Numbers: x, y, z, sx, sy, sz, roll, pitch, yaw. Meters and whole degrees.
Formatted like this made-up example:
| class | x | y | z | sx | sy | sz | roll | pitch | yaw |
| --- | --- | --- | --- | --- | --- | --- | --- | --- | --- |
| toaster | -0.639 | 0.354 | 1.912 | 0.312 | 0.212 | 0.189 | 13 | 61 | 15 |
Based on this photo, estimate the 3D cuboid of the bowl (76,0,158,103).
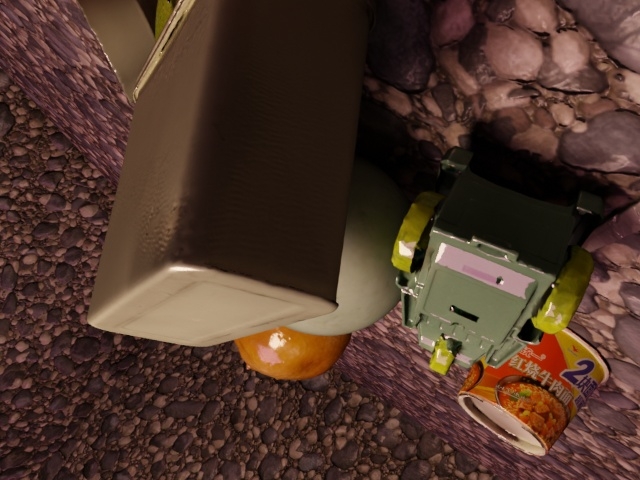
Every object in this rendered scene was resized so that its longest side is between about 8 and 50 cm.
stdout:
| class | x | y | z | sx | sy | sz | roll | pitch | yaw |
| --- | --- | --- | --- | --- | --- | --- | --- | --- | --- |
| bowl | -0.290 | -0.325 | 0.828 | 0.211 | 0.112 | 0.211 | 59 | 167 | 22 |

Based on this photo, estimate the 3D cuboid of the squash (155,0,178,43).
| class | x | y | z | sx | sy | sz | roll | pitch | yaw |
| --- | --- | --- | --- | --- | --- | --- | --- | --- | --- |
| squash | -0.194 | -0.279 | 0.821 | 0.203 | 0.111 | 0.288 | 48 | 162 | -23 |

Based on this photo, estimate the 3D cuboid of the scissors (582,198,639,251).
| class | x | y | z | sx | sy | sz | roll | pitch | yaw |
| --- | --- | --- | --- | --- | --- | --- | --- | --- | --- |
| scissors | 0.327 | -0.028 | 0.546 | 0.109 | 0.022 | 0.300 | 40 | 164 | 8 |

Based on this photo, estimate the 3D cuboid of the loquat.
| class | x | y | z | sx | sy | sz | roll | pitch | yaw |
| --- | --- | --- | --- | --- | --- | --- | --- | --- | --- |
| loquat | -0.074 | 0.215 | 1.452 | 0.328 | 0.328 | 0.328 | 35 | 162 | 13 |

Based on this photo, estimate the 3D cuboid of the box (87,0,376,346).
| class | x | y | z | sx | sy | sz | roll | pitch | yaw |
| --- | --- | --- | --- | --- | --- | --- | --- | --- | --- |
| box | -0.107 | -0.080 | 0.595 | 0.177 | 0.344 | 0.352 | 17 | 156 | -30 |

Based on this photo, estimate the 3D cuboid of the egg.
| class | x | y | z | sx | sy | sz | roll | pitch | yaw |
| --- | --- | --- | --- | --- | --- | --- | --- | --- | --- |
| egg | 0.000 | 0.000 | 0.831 | 0.276 | 0.276 | 0.389 | 43 | 179 | -15 |

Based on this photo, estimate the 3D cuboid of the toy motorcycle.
| class | x | y | z | sx | sy | sz | roll | pitch | yaw |
| --- | --- | --- | --- | --- | --- | --- | --- | --- | --- |
| toy motorcycle | 0.203 | 0.039 | 0.693 | 0.191 | 0.200 | 0.326 | 23 | 152 | 15 |

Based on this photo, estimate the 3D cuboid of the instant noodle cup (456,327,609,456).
| class | x | y | z | sx | sy | sz | roll | pitch | yaw |
| --- | --- | --- | --- | --- | --- | --- | --- | --- | --- |
| instant noodle cup | 0.348 | 0.246 | 0.930 | 0.213 | 0.174 | 0.213 | 35 | 162 | 13 |
